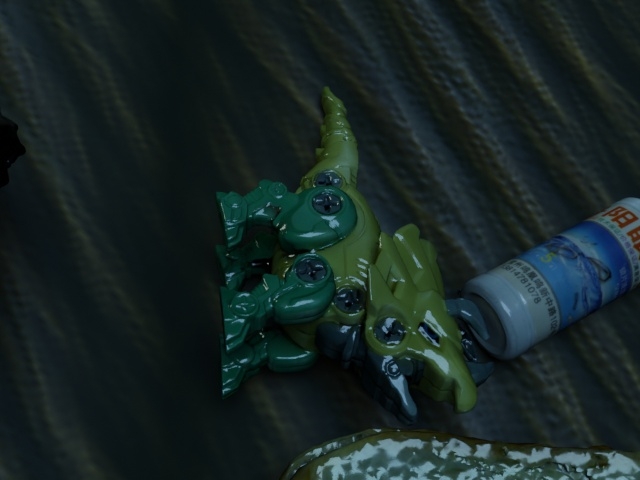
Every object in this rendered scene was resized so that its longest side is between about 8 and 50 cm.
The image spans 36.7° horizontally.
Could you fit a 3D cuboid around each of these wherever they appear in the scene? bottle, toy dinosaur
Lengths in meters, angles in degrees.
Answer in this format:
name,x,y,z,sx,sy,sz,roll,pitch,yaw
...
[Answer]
name,x,y,z,sx,sy,sz,roll,pitch,yaw
bottle,0.194,0.008,0.644,0.217,0.060,0.060,-26,75,-21
toy dinosaur,0.000,0.000,0.596,0.153,0.094,0.259,-8,55,-14

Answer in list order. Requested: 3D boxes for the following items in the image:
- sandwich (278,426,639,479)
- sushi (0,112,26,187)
name,x,y,z,sx,sy,sz,roll,pitch,yaw
sandwich,0.082,0.240,0.507,0.248,0.095,0.273,5,68,-5
sushi,-0.339,-0.002,0.436,0.327,0.329,0.285,24,95,-9
